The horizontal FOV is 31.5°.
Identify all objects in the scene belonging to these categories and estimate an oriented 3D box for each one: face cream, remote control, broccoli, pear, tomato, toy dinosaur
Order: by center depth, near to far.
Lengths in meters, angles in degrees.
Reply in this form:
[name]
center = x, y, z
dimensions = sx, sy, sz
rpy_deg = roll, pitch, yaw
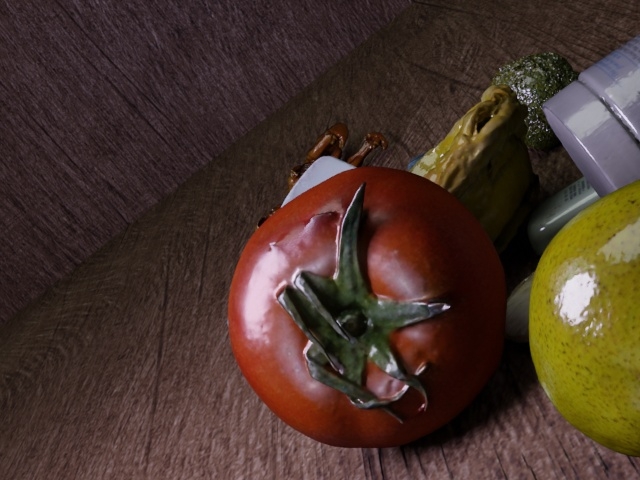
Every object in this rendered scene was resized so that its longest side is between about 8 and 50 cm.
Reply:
[pear]
center = 0.233, 0.049, 0.744
dimensions = 0.198, 0.198, 0.198
rpy_deg = -36, 15, 11
[face cream]
center = 0.304, -0.092, 0.984
dimensions = 0.153, 0.177, 0.177
rpy_deg = -36, 15, 9
[tomato]
center = 0.045, 0.061, 1.038
dimensions = 0.256, 0.256, 0.224
rpy_deg = -35, 1, 15
[remote control]
center = 0.340, -0.082, 1.143
dimensions = 0.309, 0.038, 0.090
rpy_deg = -33, 12, 20
[broccoli]
center = 0.280, -0.179, 1.458
dimensions = 0.120, 0.130, 0.131
rpy_deg = 52, -126, -65
[toy dinosaur]
center = 0.024, -0.147, 2.032
dimensions = 0.208, 0.097, 0.432
rpy_deg = -40, 7, 40

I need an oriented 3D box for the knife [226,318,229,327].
[knife]
center = -0.093, 0.113, 1.659
dimensions = 0.044, 0.023, 0.162
rpy_deg = -41, 13, -25

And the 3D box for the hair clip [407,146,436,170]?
[hair clip]
center = 0.198, -0.122, 1.634
dimensions = 0.083, 0.048, 0.275
rpy_deg = -44, 10, -13

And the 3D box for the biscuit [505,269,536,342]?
[biscuit]
center = 0.231, 0.043, 1.070
dimensions = 0.152, 0.020, 0.152
rpy_deg = -36, 15, 11

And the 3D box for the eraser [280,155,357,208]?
[eraser]
center = 0.000, 0.000, 1.406
dimensions = 0.189, 0.104, 0.290
rpy_deg = -63, -3, 0

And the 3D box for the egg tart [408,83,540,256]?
[egg tart]
center = 0.149, -0.035, 1.254
dimensions = 0.294, 0.123, 0.294
rpy_deg = -52, 1, 2
